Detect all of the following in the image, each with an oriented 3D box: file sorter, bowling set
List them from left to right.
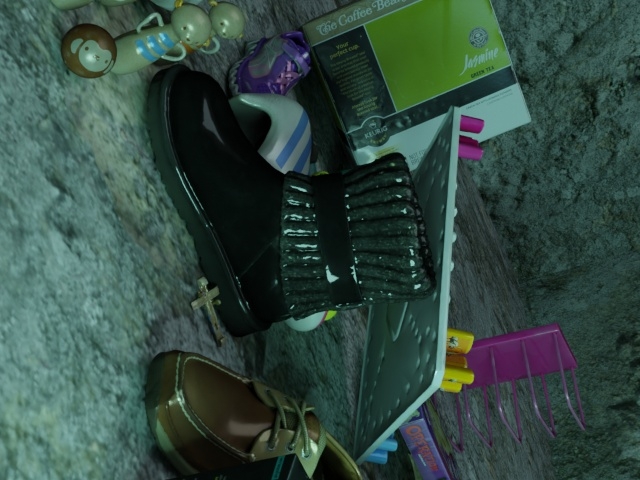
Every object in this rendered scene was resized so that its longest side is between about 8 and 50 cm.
[{"bbox_3d":[-0.178,-0.250,0.847,0.287,0.154,0.200,48,30,-49],"label":"bowling set"},{"bbox_3d":[0.399,0.328,1.740,0.202,0.290,0.182,50,32,-48],"label":"file sorter"}]

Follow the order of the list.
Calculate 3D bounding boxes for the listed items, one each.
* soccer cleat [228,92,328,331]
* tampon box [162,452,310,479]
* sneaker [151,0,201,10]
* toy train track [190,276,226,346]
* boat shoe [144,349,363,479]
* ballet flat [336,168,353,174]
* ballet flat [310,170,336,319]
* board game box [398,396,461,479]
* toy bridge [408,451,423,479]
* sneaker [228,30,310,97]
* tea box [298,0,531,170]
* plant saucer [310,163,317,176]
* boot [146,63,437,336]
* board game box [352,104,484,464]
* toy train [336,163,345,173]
[{"bbox_3d":[-0.069,-0.043,1.077,0.143,0.116,0.331,9,66,-42],"label":"soccer cleat"},{"bbox_3d":[-0.082,0.259,0.647,0.101,0.161,0.120,65,21,-21],"label":"tampon box"},{"bbox_3d":[-0.186,-0.451,1.040,0.150,0.135,0.366,11,64,-65],"label":"sneaker"},{"bbox_3d":[-0.120,0.080,0.914,0.048,0.014,0.083,-35,114,-52],"label":"toy train track"},{"bbox_3d":[-0.054,0.201,0.841,0.324,0.119,0.123,51,28,-47],"label":"boat shoe"},{"bbox_3d":[0.057,0.001,1.373,0.316,0.107,0.106,-80,165,-53],"label":"ballet flat"},{"bbox_3d":[0.000,0.000,1.202,0.077,0.077,0.231,127,-35,-59],"label":"ballet flat"},{"bbox_3d":[0.184,0.337,1.375,0.208,0.056,0.347,-91,161,-52],"label":"board game box"},{"bbox_3d":[0.194,0.459,1.447,0.188,0.026,0.063,70,19,-1],"label":"toy bridge"},{"bbox_3d":[-0.068,-0.255,1.240,0.236,0.104,0.095,-81,149,-51],"label":"sneaker"},{"bbox_3d":[0.168,-0.319,1.540,0.220,0.329,0.324,-106,174,-76],"label":"tea box"},{"bbox_3d":[-0.040,-0.140,1.340,0.119,0.021,0.119,-17,90,-71],"label":"plant saucer"},{"bbox_3d":[-0.027,-0.069,0.941,0.131,0.260,0.348,-48,119,-68],"label":"boot"},{"bbox_3d":[0.132,0.079,1.126,0.390,0.050,0.390,112,-11,-59],"label":"board game box"},{"bbox_3d":[0.042,-0.112,1.553,0.024,0.017,0.083,67,16,-49],"label":"toy train"}]
